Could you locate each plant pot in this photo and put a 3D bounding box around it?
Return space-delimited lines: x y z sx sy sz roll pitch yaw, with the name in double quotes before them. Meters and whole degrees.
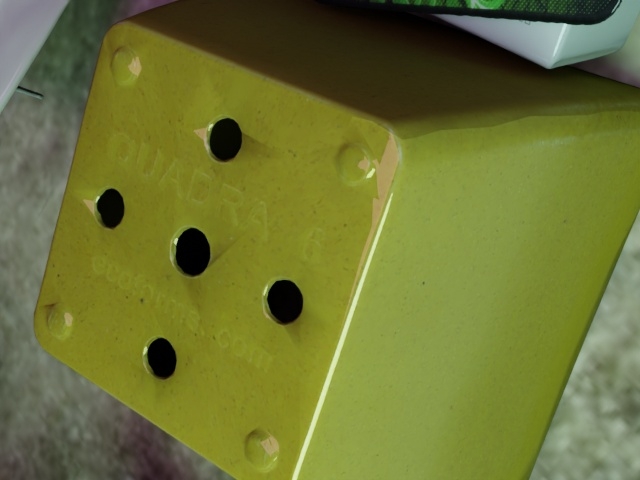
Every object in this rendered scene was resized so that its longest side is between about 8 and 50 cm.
"plant pot" 0.000 0.000 0.431 0.212 0.187 0.212 26 107 28

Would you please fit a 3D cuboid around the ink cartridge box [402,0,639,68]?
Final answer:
"ink cartridge box" 0.058 -0.190 0.426 0.208 0.087 0.153 33 122 26

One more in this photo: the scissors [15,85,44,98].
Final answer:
"scissors" -0.323 -0.143 0.641 0.297 0.109 0.021 18 76 28

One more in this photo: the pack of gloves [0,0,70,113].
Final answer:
"pack of gloves" -0.210 -0.216 0.589 0.195 0.046 0.232 36 91 24

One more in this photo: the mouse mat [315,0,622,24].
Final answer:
"mouse mat" 0.054 -0.184 0.370 0.153 0.007 0.189 14 112 34
